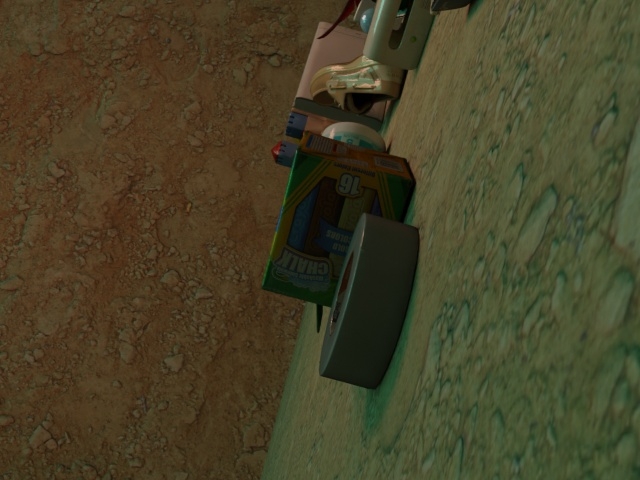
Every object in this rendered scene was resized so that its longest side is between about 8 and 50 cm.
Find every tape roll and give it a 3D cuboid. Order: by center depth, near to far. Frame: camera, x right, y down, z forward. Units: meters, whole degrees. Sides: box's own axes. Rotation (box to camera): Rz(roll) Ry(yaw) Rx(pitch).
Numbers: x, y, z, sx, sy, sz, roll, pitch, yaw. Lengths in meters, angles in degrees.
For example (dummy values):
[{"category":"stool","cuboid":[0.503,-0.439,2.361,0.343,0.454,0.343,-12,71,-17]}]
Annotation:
[{"category":"tape roll","cuboid":[0.060,0.078,1.032,0.219,0.072,0.219,-164,90,-87]}]

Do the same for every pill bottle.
[{"category":"pill bottle","cuboid":[0.046,-0.106,1.673,0.146,0.146,0.264,110,174,-65]}]

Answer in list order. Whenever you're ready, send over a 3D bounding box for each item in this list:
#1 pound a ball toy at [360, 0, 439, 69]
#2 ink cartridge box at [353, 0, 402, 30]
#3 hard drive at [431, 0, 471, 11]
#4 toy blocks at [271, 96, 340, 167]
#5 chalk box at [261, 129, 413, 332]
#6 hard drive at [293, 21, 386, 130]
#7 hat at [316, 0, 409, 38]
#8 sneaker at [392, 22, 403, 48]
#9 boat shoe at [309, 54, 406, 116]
[{"category":"pound a ball toy","cuboid":[0.164,-0.487,1.496,0.208,0.135,0.319,-78,4,-57]},{"category":"ink cartridge box","cuboid":[0.183,-0.648,1.965,0.273,0.114,0.197,-72,5,-57]},{"category":"hard drive","cuboid":[0.203,-0.402,0.996,0.255,0.054,0.172,122,164,-82]},{"category":"toy blocks","cuboid":[0.018,-0.300,2.187,0.191,0.260,0.381,110,175,-64]},{"category":"chalk box","cuboid":[0.017,-0.001,1.257,0.180,0.179,0.289,-81,7,-73]},{"category":"hard drive","cuboid":[0.075,-0.454,2.162,0.047,0.233,0.353,108,177,-49]},{"category":"hat","cuboid":[0.097,-0.536,1.627,0.173,0.183,0.209,-7,93,53]},{"category":"sneaker","cuboid":[0.197,-0.499,2.025,0.069,0.038,0.098,-81,-3,-58]},{"category":"boat shoe","cuboid":[0.073,-0.354,1.878,0.341,0.121,0.110,-6,76,61]}]
